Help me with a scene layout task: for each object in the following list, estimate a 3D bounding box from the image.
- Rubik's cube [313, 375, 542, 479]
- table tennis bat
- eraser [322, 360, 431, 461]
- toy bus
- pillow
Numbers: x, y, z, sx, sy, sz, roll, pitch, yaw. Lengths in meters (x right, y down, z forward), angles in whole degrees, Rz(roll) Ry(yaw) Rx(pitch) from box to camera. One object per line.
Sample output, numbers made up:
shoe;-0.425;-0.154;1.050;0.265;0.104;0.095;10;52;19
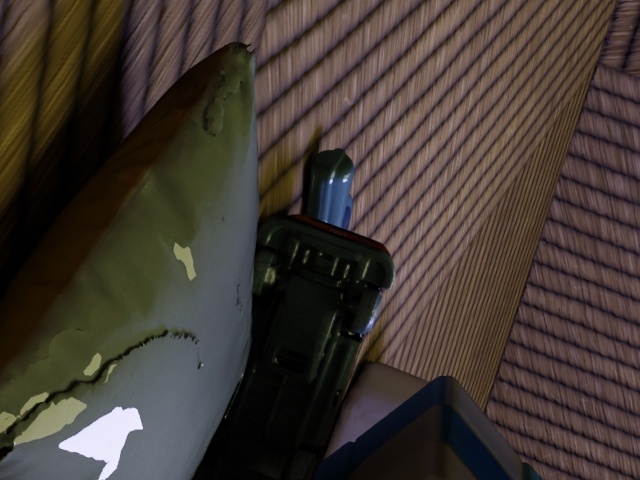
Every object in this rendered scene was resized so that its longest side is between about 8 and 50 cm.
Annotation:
Rubik's cube;0.081;0.375;1.536;0.344;0.346;0.347;-40;-175;10
table tennis bat;0.000;0.000;1.652;0.237;0.038;0.149;100;17;-51
eraser;0.085;0.300;2.242;0.331;0.150;0.331;20;90;-77
toy bus;-0.026;0.108;1.546;0.120;0.121;0.265;-54;163;-77
pillow;-0.120;0.076;1.067;0.310;0.119;0.312;100;17;-54
